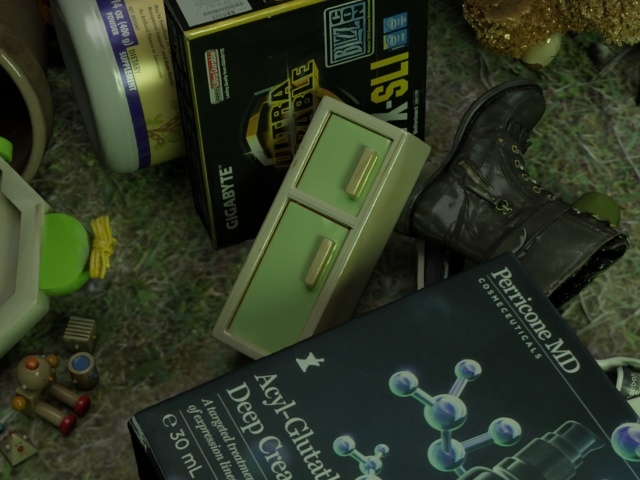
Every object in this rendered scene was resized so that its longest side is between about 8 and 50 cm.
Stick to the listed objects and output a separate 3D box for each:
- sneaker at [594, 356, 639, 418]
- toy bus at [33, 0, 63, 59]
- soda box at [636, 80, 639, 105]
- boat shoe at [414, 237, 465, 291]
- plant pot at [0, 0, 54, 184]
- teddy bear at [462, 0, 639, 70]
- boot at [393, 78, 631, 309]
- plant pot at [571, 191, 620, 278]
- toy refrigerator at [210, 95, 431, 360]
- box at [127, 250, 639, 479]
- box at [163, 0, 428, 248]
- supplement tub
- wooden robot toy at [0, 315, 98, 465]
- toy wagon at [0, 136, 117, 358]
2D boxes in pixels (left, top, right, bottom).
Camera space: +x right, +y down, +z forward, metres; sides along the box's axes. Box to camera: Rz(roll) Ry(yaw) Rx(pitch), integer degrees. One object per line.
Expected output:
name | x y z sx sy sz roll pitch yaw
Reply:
sneaker | 0.339 0.166 1.497 0.235 0.095 0.090 8 51 6
toy bus | -0.289 -0.341 1.904 0.220 0.149 0.211 -13 36 -11
soda box | 0.422 -0.230 1.832 0.060 0.053 0.169 13 53 12
boat shoe | 0.132 0.055 1.603 0.065 0.075 0.206 -2 47 3
plant pot | -0.407 -0.192 1.729 0.263 0.263 0.229 6 36 6
teddy bear | 0.341 -0.297 1.832 0.338 0.113 0.245 -33 37 -17
boot | 0.221 -0.039 1.591 0.229 0.091 0.263 29 63 32
plant pot | 0.286 -0.012 1.656 0.083 0.083 0.079 23 43 19
toy refrigerator | 0.000 0.000 1.551 0.102 0.094 0.269 27 92 22
box | 0.074 0.240 1.372 0.395 0.212 0.293 -23 54 -16
box | -0.018 -0.153 1.616 0.257 0.322 0.079 -19 52 -14
supplement tub | -0.117 -0.229 1.730 0.331 0.241 0.241 -18 53 -11
wooden robot toy | -0.272 0.140 1.547 0.076 0.079 0.173 22 56 18
toy wagon | -0.372 0.024 1.591 0.344 0.068 0.267 -2 72 10
